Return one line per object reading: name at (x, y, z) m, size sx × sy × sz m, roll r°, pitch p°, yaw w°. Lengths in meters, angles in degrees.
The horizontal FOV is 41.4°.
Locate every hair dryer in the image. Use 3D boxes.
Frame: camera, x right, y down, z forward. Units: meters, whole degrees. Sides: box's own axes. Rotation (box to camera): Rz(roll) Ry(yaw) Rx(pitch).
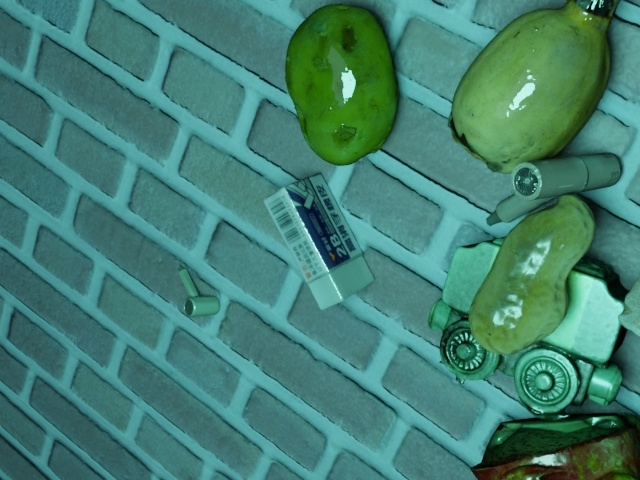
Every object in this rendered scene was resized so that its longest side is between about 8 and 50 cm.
hair dryer at (0.290, -0.065, 1.224) m, size 0.220 × 0.195 × 0.054 m, roll -26°, pitch 77°, yaw 49°
hair dryer at (-0.249, 0.095, 1.657) m, size 0.038 × 0.063 × 0.124 m, roll -51°, pitch 56°, yaw 32°

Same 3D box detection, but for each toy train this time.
toy train at (0.314, 0.120, 1.266) m, size 0.299 × 0.167 × 0.238 m, roll 21°, pitch 103°, yaw 24°

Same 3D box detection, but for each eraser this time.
eraser at (0.000, 0.000, 1.432) m, size 0.068 × 0.124 × 0.210 m, roll -28°, pitch 88°, yaw 32°

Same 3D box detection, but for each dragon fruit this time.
dragon fruit at (0.350, 0.327, 1.239) m, size 0.295 × 0.268 × 0.130 m, roll -22°, pitch 72°, yaw 61°

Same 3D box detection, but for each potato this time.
potato at (0.034, -0.244, 1.336) m, size 0.186 × 0.148 × 0.253 m, roll 30°, pitch 127°, yaw 38°

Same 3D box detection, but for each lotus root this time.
lotus root at (0.305, -0.228, 1.155) m, size 0.183 × 0.183 × 0.310 m, roll 42°, pitch 115°, yaw 15°

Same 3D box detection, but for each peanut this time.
peanut at (0.289, 0.048, 1.140) m, size 0.120 × 0.110 × 0.236 m, roll 37°, pitch 97°, yaw 44°

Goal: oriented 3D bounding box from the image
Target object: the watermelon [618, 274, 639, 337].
watermelon at (0.535, 0.105, 1.098) m, size 0.193 × 0.231 × 0.310 m, roll 24°, pitch 133°, yaw 58°
